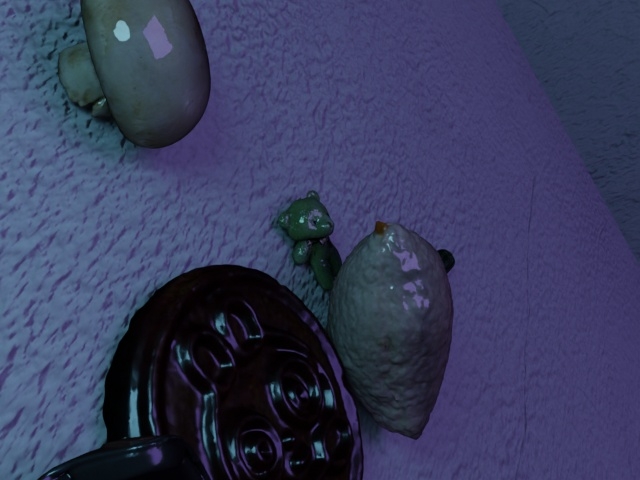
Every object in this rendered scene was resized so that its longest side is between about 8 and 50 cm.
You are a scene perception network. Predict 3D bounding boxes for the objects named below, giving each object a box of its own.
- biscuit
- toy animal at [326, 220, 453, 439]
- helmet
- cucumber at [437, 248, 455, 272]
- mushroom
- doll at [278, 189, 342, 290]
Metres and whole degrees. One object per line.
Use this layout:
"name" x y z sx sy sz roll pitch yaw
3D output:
"biscuit" -0.079 0.221 0.963 0.407 0.091 0.408 32 47 -41
"toy animal" 0.104 0.109 1.171 0.227 0.188 0.359 -81 171 -54
"helmet" -0.175 0.275 0.692 0.215 0.193 0.189 -5 72 -46
"cucumber" 0.222 0.054 1.529 0.105 0.048 0.048 -35 100 -57
"mushroom" -0.226 -0.224 0.957 0.226 0.177 0.227 -7 90 -87
"doll" 0.000 0.000 1.229 0.115 0.077 0.150 -48 123 -43
